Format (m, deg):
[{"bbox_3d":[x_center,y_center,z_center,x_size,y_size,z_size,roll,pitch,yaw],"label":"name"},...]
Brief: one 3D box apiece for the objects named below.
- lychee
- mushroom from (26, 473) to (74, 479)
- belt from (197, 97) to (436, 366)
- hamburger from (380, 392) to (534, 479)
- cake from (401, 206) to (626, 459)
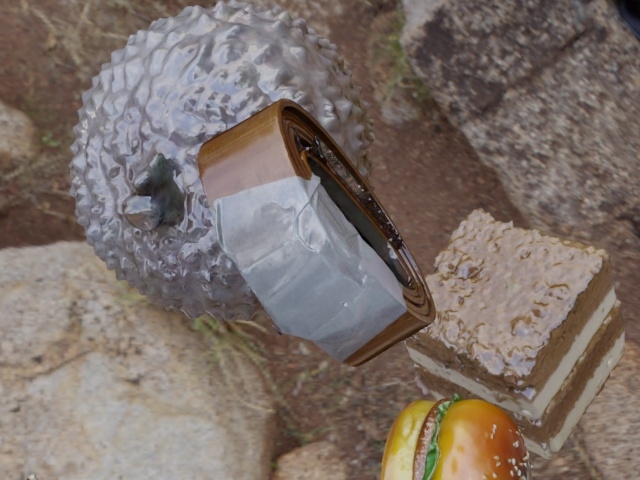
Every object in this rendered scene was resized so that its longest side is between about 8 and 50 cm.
[{"bbox_3d":[-0.105,-0.098,1.388,0.380,0.432,0.381,9,110,25],"label":"lychee"},{"bbox_3d":[-0.249,0.292,1.155,0.043,0.306,0.068,-8,48,-8],"label":"mushroom"},{"bbox_3d":[0.000,0.000,1.038,0.105,0.261,0.184,-29,35,17],"label":"belt"},{"bbox_3d":[0.190,0.323,1.507,0.169,0.246,0.246,-5,80,24],"label":"hamburger"},{"bbox_3d":[0.304,0.144,1.794,0.255,0.290,0.282,26,68,35],"label":"cake"}]
